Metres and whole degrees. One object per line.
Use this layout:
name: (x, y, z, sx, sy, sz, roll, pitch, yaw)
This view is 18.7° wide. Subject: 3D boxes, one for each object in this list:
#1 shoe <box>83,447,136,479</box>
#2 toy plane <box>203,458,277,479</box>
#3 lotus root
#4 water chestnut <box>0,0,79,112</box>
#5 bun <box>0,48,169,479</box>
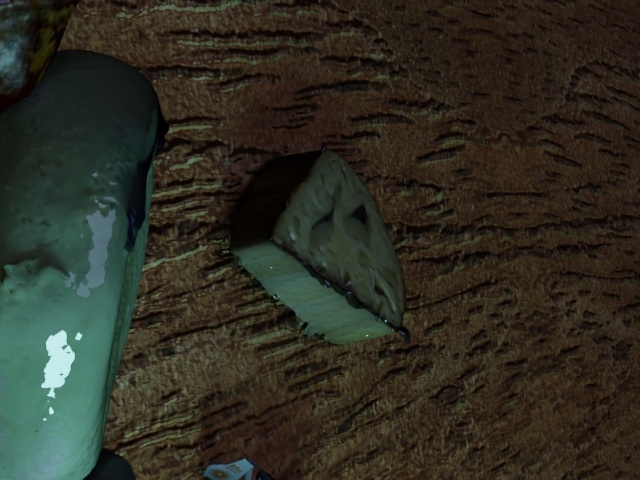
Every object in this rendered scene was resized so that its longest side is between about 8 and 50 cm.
shoe: (-0.131, 0.268, 1.328, 0.109, 0.149, 0.293, 50, 38, -45)
toy plane: (-0.030, 0.234, 1.654, 0.197, 0.078, 0.053, 39, 46, -34)
lotus root: (0.000, 0.000, 1.823, 0.261, 0.074, 0.170, 46, 39, -48)
water chestnut: (-0.271, -0.185, 1.084, 0.244, 0.289, 0.289, 70, 17, -68)
bun: (-0.207, 0.012, 1.236, 0.293, 0.187, 0.293, -168, -90, -89)
